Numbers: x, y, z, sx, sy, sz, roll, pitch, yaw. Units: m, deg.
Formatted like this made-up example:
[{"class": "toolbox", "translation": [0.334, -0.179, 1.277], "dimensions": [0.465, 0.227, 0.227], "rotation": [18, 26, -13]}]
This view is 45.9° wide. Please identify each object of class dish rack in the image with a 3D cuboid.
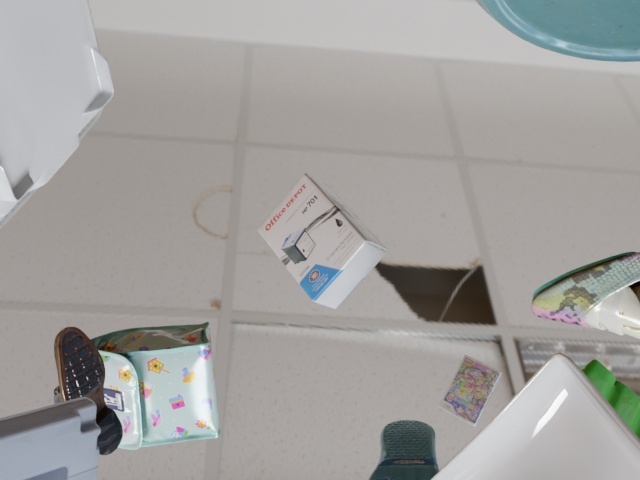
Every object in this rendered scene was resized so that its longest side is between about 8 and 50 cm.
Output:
[{"class": "dish rack", "translation": [-0.271, -0.188, 0.641], "dimensions": [0.072, 0.333, 0.285], "rotation": [7, -139, 10]}]

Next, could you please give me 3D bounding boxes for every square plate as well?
[{"class": "square plate", "translation": [0.334, 0.374, 0.979], "dimensions": [0.049, 0.344, 0.347], "rotation": [-10, -128, -43]}]

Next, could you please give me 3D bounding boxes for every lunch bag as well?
[{"class": "lunch bag", "translation": [-0.344, 0.295, 1.537], "dimensions": [0.262, 0.223, 0.160], "rotation": [-5, -163, -9]}]

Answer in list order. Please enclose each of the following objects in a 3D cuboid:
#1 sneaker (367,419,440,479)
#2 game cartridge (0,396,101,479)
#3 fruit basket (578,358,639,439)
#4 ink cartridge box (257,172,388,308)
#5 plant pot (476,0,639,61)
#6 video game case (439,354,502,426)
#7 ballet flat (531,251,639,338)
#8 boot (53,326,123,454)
[{"class": "sneaker", "translation": [0.148, 0.464, 1.275], "dimensions": [0.127, 0.208, 0.319], "rotation": [0, -165, 14]}, {"class": "game cartridge", "translation": [-0.302, 0.301, 0.682], "dimensions": [0.062, 0.297, 0.198], "rotation": [18, -166, 40]}, {"class": "fruit basket", "translation": [0.553, 0.476, 1.538], "dimensions": [0.392, 0.283, 0.392], "rotation": [6, -116, -13]}, {"class": "ink cartridge box", "translation": [0.000, 0.000, 1.295], "dimensions": [0.191, 0.139, 0.082], "rotation": [49, -165, 33]}, {"class": "plant pot", "translation": [0.150, -0.199, 0.341], "dimensions": [0.290, 0.290, 0.195], "rotation": [10, -104, 1]}, {"class": "video game case", "translation": [0.307, 0.307, 1.552], "dimensions": [0.087, 0.011, 0.122], "rotation": [24, -97, 36]}, {"class": "ballet flat", "translation": [0.295, 0.037, 0.653], "dimensions": [0.221, 0.077, 0.079], "rotation": [-26, -122, 16]}, {"class": "boot", "translation": [-0.382, 0.225, 1.153], "dimensions": [0.106, 0.219, 0.082], "rotation": [6, -153, 36]}]
